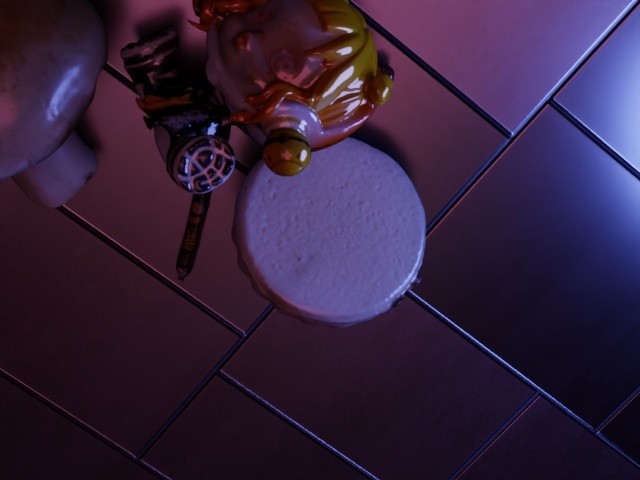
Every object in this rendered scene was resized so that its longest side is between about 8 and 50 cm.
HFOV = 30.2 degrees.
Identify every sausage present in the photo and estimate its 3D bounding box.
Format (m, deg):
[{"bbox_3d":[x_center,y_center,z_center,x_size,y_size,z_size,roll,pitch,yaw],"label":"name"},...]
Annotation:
[{"bbox_3d":[-0.174,-0.031,1.652,0.028,0.025,0.198,13,111,-10],"label":"sausage"}]

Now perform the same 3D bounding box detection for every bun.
[{"bbox_3d":[0.000,0.000,1.604,0.263,0.175,0.263,3,76,-13],"label":"bun"}]

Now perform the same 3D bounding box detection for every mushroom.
[{"bbox_3d":[-0.376,-0.182,1.490,0.293,0.292,0.290,-27,143,9],"label":"mushroom"}]

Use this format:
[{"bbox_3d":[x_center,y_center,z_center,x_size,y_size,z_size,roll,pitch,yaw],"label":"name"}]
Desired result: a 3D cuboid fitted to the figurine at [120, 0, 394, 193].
[{"bbox_3d":[-0.064,-0.197,1.479,0.323,0.320,0.196,-22,150,-3],"label":"figurine"}]
